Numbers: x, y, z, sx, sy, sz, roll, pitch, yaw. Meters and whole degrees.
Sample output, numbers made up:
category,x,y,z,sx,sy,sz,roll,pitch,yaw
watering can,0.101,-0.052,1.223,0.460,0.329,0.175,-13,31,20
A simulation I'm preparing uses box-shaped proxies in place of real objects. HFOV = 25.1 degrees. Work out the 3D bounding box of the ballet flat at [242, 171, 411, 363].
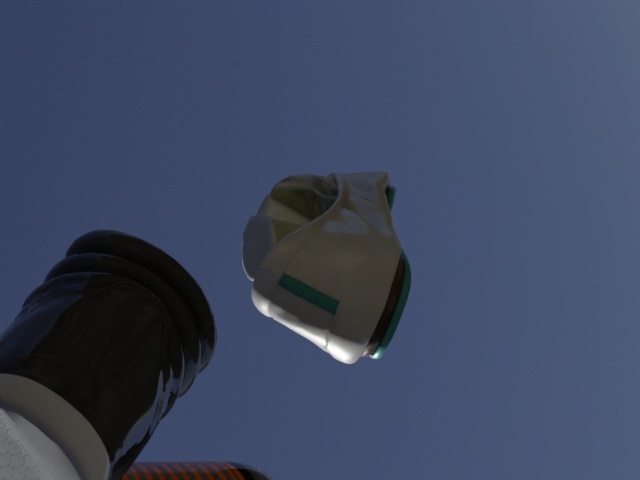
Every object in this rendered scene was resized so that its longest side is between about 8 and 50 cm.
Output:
category,x,y,z,sx,sy,sz,roll,pitch,yaw
ballet flat,0.000,0.000,1.238,0.139,0.139,0.400,57,-174,-9

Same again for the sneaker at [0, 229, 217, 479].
category,x,y,z,sx,sy,sz,roll,pitch,yaw
sneaker,-0.144,0.099,0.716,0.104,0.296,0.147,44,-131,-6

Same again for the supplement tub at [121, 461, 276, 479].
category,x,y,z,sx,sy,sz,roll,pitch,yaw
supplement tub,-0.138,0.248,0.983,0.316,0.193,0.193,4,-125,-23
